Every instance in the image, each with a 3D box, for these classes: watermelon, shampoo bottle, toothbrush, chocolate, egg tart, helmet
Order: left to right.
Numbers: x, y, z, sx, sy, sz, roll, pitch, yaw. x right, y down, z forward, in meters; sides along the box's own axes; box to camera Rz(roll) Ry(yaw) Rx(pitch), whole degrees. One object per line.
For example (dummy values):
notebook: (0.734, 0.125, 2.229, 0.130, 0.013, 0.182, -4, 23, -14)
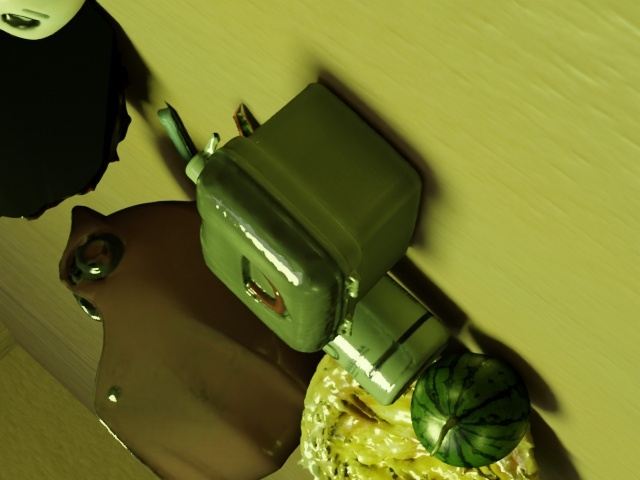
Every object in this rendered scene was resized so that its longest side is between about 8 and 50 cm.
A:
chocolate: (-0.265, -0.133, 1.867, 0.206, 0.224, 0.177, 7, -177, 16)
toothbrush: (-0.119, -0.060, 1.912, 0.016, 0.019, 0.219, 55, 173, 36)
helmet: (-0.104, 0.079, 1.861, 0.271, 0.197, 0.338, 48, -158, -49)
shampoo bottle: (-0.012, 0.021, 1.628, 0.262, 0.085, 0.085, 43, 166, 8)
egg tart: (0.096, 0.181, 1.730, 0.252, 0.098, 0.232, 4, 116, 35)
watermelon: (0.120, 0.137, 1.583, 0.109, 0.109, 0.109, 43, 166, 14)

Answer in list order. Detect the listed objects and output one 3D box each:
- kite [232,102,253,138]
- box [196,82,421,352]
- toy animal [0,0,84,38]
kite: (0.000, 0.000, 1.746, 0.321, 0.016, 0.234, 52, 167, -19)
box: (-0.009, -0.013, 1.486, 0.148, 0.129, 0.210, 44, 165, 12)
toy animal: (-0.265, -0.242, 1.586, 0.166, 0.138, 0.179, 34, 180, -31)
